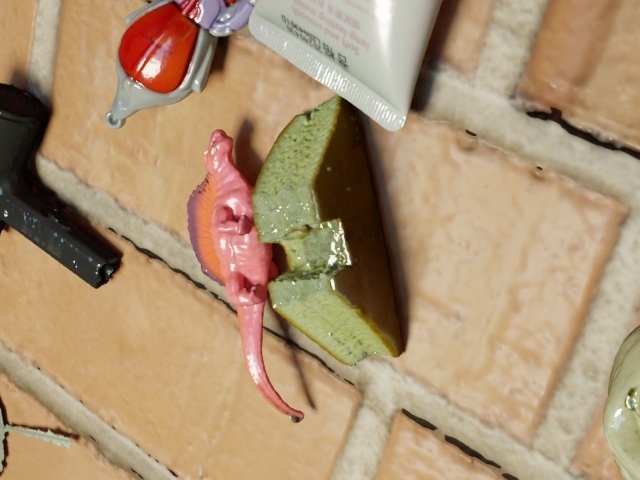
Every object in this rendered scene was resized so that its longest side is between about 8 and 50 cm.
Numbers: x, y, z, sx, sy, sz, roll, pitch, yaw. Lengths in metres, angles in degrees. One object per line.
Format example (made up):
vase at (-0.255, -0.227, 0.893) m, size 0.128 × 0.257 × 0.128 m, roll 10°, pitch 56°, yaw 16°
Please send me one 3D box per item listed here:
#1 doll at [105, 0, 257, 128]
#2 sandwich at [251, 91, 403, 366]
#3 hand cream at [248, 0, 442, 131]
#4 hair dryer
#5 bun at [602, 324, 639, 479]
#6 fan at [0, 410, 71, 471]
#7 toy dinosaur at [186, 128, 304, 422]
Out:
doll at (-0.137, -0.190, 0.869) m, size 0.102 × 0.075 × 0.227 m, roll 43°, pitch 112°, yaw 9°
sandwich at (0.000, 0.000, 0.805) m, size 0.090 × 0.088 × 0.244 m, roll -11°, pitch 94°, yaw 40°
hand cream at (0.057, -0.277, 0.705) m, size 0.185 × 0.118 × 0.358 m, roll 37°, pitch 126°, yaw 22°
hair dryer at (-0.323, -0.037, 1.045) m, size 0.251 × 0.089 × 0.197 m, roll 36°, pitch 117°, yaw 13°
bun at (0.281, 0.140, 0.596) m, size 0.231 × 0.133 × 0.231 m, roll 19°, pitch 116°, yaw 44°
fan at (-0.425, 0.241, 1.207) m, size 0.329 × 0.009 × 0.190 m, roll -2°, pitch 98°, yaw 38°
toy dinosaur at (-0.088, 0.034, 0.901) m, size 0.139 × 0.070 × 0.286 m, roll 3°, pitch 105°, yaw 45°
